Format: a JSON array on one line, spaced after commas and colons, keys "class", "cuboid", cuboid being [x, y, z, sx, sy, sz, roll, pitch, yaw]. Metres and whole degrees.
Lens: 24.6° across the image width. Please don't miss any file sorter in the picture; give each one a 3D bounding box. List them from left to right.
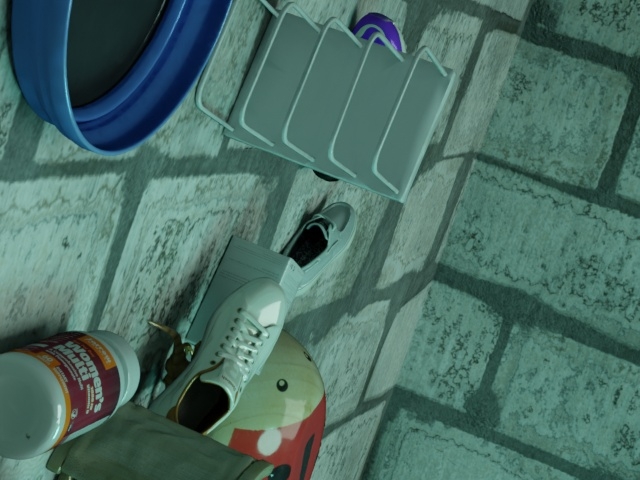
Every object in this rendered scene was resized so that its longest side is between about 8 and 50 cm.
[{"class": "file sorter", "cuboid": [0.005, -0.199, 1.948, 0.193, 0.278, 0.173, -68, 163, -3]}]

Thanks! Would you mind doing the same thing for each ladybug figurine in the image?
[{"class": "ladybug figurine", "cuboid": [-0.096, 0.354, 2.552, 0.305, 0.162, 0.449, -50, 157, -49]}]

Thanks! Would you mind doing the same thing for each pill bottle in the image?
[{"class": "pill bottle", "cuboid": [-0.301, 0.170, 1.700, 0.221, 0.121, 0.121, -20, 130, -70]}]

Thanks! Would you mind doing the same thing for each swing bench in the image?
[{"class": "swing bench", "cuboid": [-0.233, 0.372, 1.951, 0.165, 0.253, 0.254, -26, 135, -67]}]

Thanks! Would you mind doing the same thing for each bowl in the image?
[{"class": "bowl", "cuboid": [-0.193, -0.285, 1.543, 0.391, 0.077, 0.391, -58, 162, -32]}]

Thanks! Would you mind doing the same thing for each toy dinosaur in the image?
[{"class": "toy dinosaur", "cuboid": [-0.205, 0.178, 2.141, 0.112, 0.064, 0.211, -48, 154, -49]}]

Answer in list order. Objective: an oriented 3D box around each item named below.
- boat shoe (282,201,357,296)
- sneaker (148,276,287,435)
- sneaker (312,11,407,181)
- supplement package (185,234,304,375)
[{"class": "boat shoe", "cuboid": [-0.001, 0.000, 2.552, 0.227, 0.079, 0.081, -53, 163, -36]}, {"class": "sneaker", "cuboid": [-0.124, 0.177, 2.087, 0.290, 0.106, 0.123, -56, -159, -18]}, {"class": "sneaker", "cuboid": [0.054, -0.223, 2.398, 0.146, 0.102, 0.293, -34, 143, -63]}, {"class": "supplement package", "cuboid": [-0.114, 0.101, 2.263, 0.179, 0.105, 0.105, -65, 164, -9]}]
